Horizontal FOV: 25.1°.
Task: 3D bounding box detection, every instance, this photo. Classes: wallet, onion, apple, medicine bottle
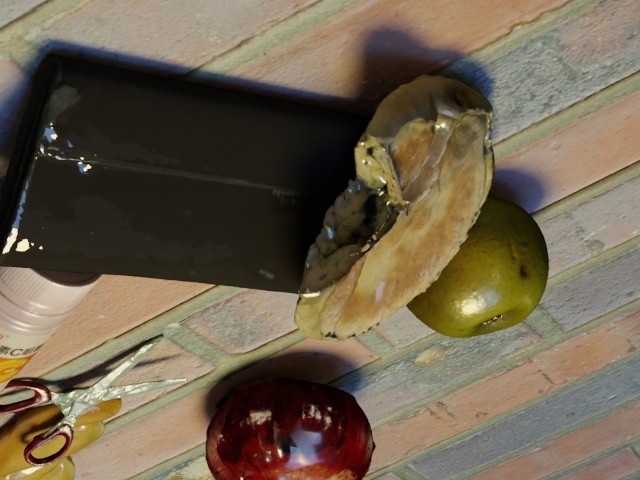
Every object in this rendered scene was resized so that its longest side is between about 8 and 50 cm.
[{"bbox_3d":[-0.131,-0.055,1.515,0.406,0.062,0.228,6,117,-36],"label":"wallet"},{"bbox_3d":[-0.043,0.307,2.054,0.252,0.219,0.252,-5,146,-4],"label":"onion"},{"bbox_3d":[0.191,0.036,1.805,0.196,0.157,0.196,-16,158,-7],"label":"apple"},{"bbox_3d":[-0.349,0.067,1.593,0.133,0.133,0.250,11,138,-40],"label":"medicine bottle"}]

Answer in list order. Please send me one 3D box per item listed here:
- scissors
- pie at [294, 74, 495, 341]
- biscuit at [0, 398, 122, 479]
[{"bbox_3d":[-0.304,0.206,1.906,0.248,0.017,0.144,-24,123,2],"label":"scissors"},{"bbox_3d":[0.084,-0.029,1.595,0.337,0.075,0.337,-41,150,-30],"label":"pie"},{"bbox_3d":[-0.393,0.299,2.026,0.154,0.045,0.299,1,143,-29],"label":"biscuit"}]
